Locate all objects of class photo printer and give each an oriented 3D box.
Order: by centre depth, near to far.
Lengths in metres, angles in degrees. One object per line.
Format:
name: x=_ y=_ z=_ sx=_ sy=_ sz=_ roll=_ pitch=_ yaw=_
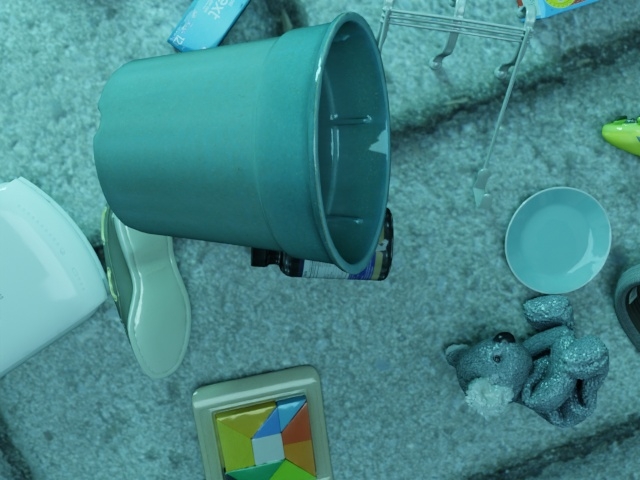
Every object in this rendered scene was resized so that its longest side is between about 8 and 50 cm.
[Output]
photo printer: x=-0.506 y=0.068 z=1.202 sx=0.308 sy=0.107 sz=0.256 roll=-33 pitch=103 yaw=2

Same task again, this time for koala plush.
koala plush: x=0.326 y=0.220 z=1.275 sx=0.221 sy=0.196 sz=0.203 roll=-3 pitch=117 yaw=-8

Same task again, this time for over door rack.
over door rack: x=0.180 y=-0.227 z=1.214 sx=0.240 sy=0.108 sz=0.324 roll=7 pitch=115 yaw=-5

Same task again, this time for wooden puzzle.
wooden puzzle: x=-0.095 y=0.349 z=1.321 sx=0.221 sy=0.044 sz=0.238 roll=-10 pitch=102 yaw=-10

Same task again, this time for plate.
plate: x=0.404 y=0.000 z=1.315 sx=0.188 sy=0.024 sz=0.188 roll=-1 pitch=101 yaw=-6

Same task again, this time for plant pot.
plant pot: x=-0.104 y=-0.132 z=1.067 sx=0.334 sy=0.341 sz=0.341 roll=3 pitch=103 yaw=19

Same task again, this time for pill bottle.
pill bottle: x=0.000 y=0.000 z=1.227 sx=0.219 sy=0.123 sz=0.122 roll=3 pitch=102 yaw=-6

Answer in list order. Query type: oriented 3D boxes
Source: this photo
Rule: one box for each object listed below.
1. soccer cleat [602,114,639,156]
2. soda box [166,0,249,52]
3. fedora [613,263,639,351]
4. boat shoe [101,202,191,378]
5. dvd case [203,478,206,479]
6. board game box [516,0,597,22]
soccer cleat: x=0.604 y=-0.140 z=1.271 sx=0.289 sy=0.093 sz=0.121 roll=7 pitch=108 yaw=-6
soda box: x=-0.145 y=-0.367 z=1.162 sx=0.067 sy=0.071 sz=0.210 roll=35 pitch=97 yaw=-12
fedora: x=0.632 y=0.119 z=1.287 sx=0.124 sy=0.244 sz=0.275 roll=-44 pitch=99 yaw=-25
boat shoe: x=-0.283 y=0.070 z=1.232 sx=0.109 sy=0.091 sz=0.304 roll=-17 pitch=107 yaw=-36
dvd case: x=-0.256 y=0.543 z=1.369 sx=0.253 sy=0.022 sz=0.180 roll=-24 pitch=103 yaw=0
board game box: x=0.428 y=-0.528 z=1.174 sx=0.308 sy=0.086 sz=0.301 roll=-19 pitch=103 yaw=-1
